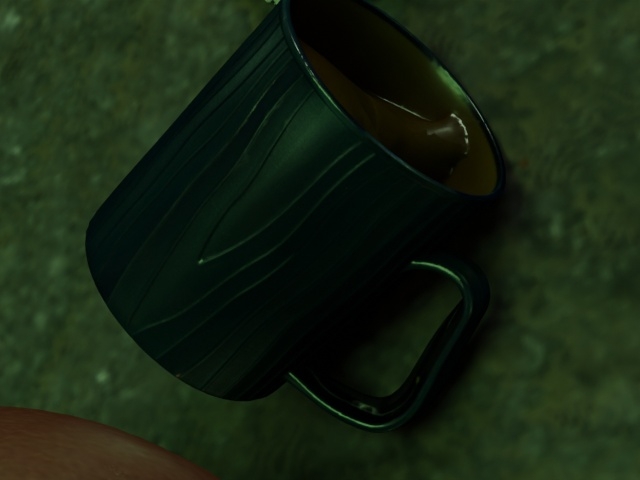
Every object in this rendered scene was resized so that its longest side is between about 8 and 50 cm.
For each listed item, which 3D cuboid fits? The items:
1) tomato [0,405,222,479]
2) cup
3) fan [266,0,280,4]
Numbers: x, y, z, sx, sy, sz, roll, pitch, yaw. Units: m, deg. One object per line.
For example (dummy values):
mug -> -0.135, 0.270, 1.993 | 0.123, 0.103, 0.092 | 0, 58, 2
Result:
tomato -> -0.133, 0.207, 0.705 | 0.321, 0.321, 0.321 | -13, 69, 39
cup -> -0.008, -0.004, 0.790 | 0.138, 0.113, 0.150 | -45, 51, 26
fan -> 0.064, -0.187, 0.846 | 0.329, 0.009, 0.190 | 6, 81, 45
